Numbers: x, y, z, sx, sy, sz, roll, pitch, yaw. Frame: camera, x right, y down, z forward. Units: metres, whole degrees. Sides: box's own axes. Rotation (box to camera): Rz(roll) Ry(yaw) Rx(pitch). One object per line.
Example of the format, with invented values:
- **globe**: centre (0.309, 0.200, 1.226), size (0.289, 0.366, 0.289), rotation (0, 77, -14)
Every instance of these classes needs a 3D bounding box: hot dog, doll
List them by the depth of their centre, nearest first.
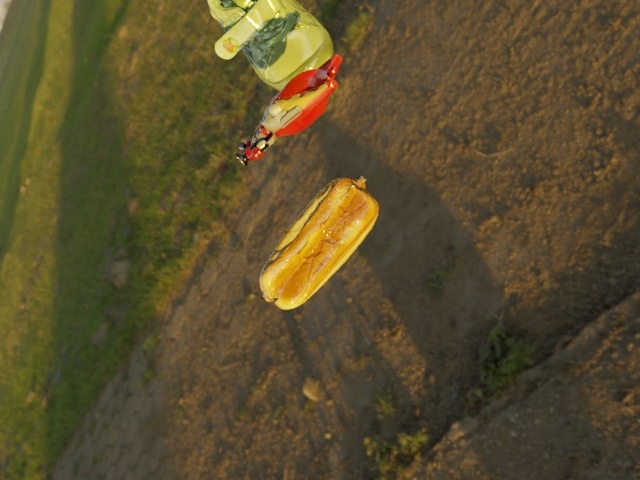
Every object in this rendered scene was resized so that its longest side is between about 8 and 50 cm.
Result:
- **doll**: centre (-0.037, -0.156, 0.904), size (0.169, 0.057, 0.109), rotation (-45, 18, 25)
- **hot dog**: centre (0.000, 0.000, 1.124), size (0.249, 0.102, 0.076), rotation (-52, 4, -15)

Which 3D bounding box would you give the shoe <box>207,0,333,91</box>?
- **shoe**: centre (-0.099, -0.350, 1.188), size (0.140, 0.128, 0.262), rotation (-42, 70, 25)
